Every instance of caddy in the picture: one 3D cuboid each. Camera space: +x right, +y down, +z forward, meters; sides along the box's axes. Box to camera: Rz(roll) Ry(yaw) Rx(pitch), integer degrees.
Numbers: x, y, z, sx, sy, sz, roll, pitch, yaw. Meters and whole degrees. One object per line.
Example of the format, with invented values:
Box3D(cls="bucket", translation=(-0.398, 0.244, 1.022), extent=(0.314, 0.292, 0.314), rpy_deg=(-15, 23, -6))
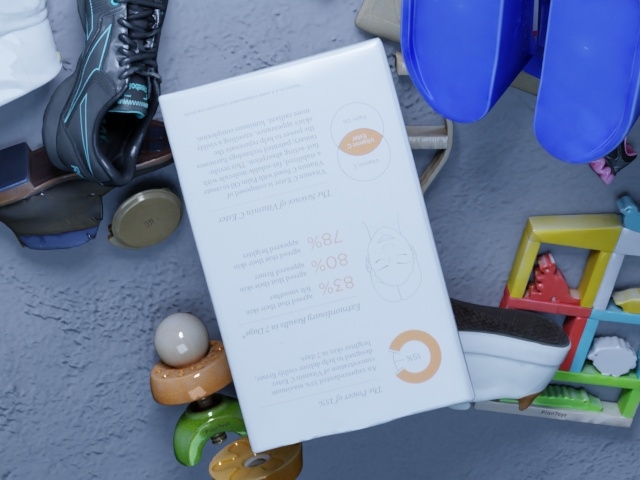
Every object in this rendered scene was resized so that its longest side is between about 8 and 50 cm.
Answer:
Box3D(cls="caddy", translation=(0.205, -0.232, 1.429), extent=(0.241, 0.179, 0.341), rpy_deg=(21, 146, 16))

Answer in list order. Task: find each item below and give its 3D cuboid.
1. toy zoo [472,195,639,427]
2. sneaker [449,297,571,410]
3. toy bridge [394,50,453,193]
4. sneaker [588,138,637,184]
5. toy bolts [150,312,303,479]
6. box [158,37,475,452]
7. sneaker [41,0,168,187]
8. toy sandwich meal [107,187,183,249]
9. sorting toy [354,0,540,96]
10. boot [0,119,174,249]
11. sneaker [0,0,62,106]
Box3D(cls="toy zoo", translation=(0.294, 0.076, 1.827), extent=(0.192, 0.030, 0.293), rpy_deg=(7, 122, -10))
Box3D(cls="sneaker", translation=(0.116, 0.123, 1.760), extent=(0.290, 0.106, 0.123), rpy_deg=(15, 118, -15))
Box3D(cls="toy bridge", translation=(0.102, -0.104, 1.691), extent=(0.063, 0.026, 0.188), rpy_deg=(-2, 123, -6))
Box3D(cls="sneaker", translation=(0.287, -0.113, 1.696), extent=(0.057, 0.047, 0.119), rpy_deg=(-32, 128, 8))
Box3D(cls="toy bolts", translation=(-0.058, 0.143, 1.755), extent=(0.228, 0.218, 0.158), rpy_deg=(-22, 111, -12))
Box3D(cls="box", translation=(0.000, 0.000, 1.584), extent=(0.215, 0.168, 0.345), rpy_deg=(-14, 95, 4))
Box3D(cls="sneaker", translation=(-0.177, -0.176, 1.541), extent=(0.101, 0.106, 0.267), rpy_deg=(1, 113, -38))
Box3D(cls="toy sandwich meal", translation=(-0.182, -0.025, 1.711), extent=(0.085, 0.029, 0.086), rpy_deg=(-16, 136, -16))
Box3D(cls="sorting toy", translation=(0.124, -0.271, 1.562), extent=(0.307, 0.041, 0.229), rpy_deg=(20, 130, -10))
Box3D(cls="boot", translation=(-0.231, -0.056, 1.674), extent=(0.219, 0.082, 0.106), rpy_deg=(-10, 137, 10))
Box3D(cls="sneaker", translation=(-0.391, -0.173, 1.552), extent=(0.292, 0.108, 0.169), rpy_deg=(-12, 121, 2))
